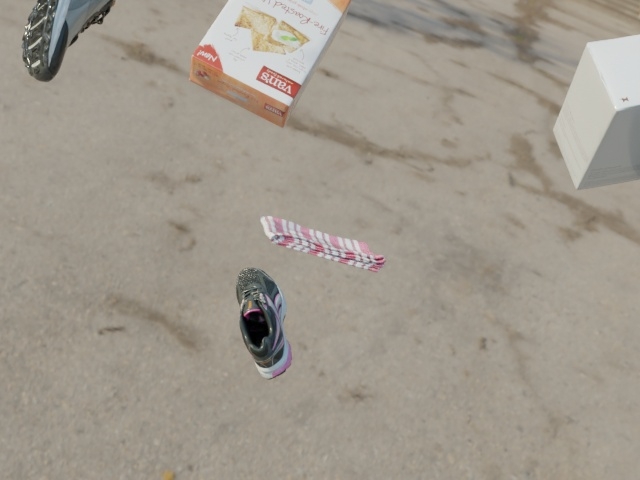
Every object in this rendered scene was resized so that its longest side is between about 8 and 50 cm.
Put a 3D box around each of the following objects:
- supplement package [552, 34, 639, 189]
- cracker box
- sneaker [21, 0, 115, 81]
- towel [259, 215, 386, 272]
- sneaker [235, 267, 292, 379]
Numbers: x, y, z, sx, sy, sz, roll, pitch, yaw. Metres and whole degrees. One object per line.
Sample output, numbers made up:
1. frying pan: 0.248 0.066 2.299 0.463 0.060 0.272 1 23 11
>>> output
1. supplement package: 0.377 -0.159 1.058 0.105 0.179 0.105 -9 63 -4
2. cracker box: -0.070 -0.299 1.232 0.155 0.067 0.232 27 65 0
3. sneaker: -0.366 -0.351 1.263 0.108 0.100 0.272 32 59 -36
4. towel: 0.000 0.000 1.380 0.196 0.029 0.144 16 9 -15
5. sneaker: -0.086 0.102 1.191 0.077 0.071 0.178 61 4 -50
